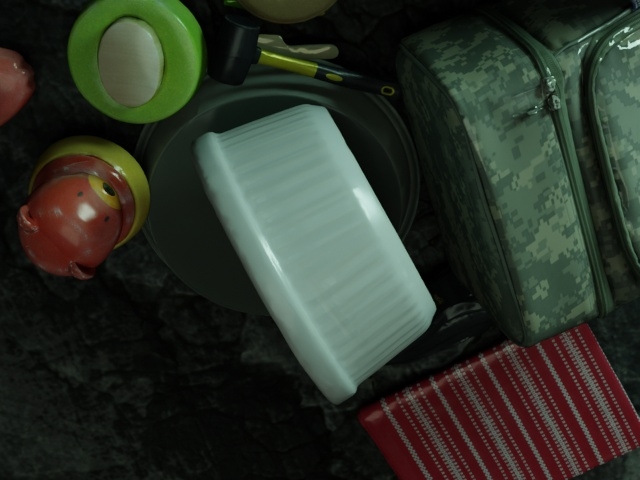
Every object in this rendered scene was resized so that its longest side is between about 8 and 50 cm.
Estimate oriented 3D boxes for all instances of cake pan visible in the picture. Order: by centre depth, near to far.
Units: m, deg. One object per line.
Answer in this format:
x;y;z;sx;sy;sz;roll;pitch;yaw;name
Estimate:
-0.045;-0.043;1.615;0.293;0.054;0.293;-1;121;-1;cake pan

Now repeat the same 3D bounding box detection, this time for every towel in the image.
0.199;0.203;1.778;0.274;0.031;0.199;-26;115;12;towel

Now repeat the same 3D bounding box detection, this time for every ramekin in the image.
0.000;0.000;1.467;0.127;0.273;0.273;-30;117;2;ramekin

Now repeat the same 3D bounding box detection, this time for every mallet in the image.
-0.016;-0.153;1.518;0.189;0.039;0.062;19;110;-22;mallet

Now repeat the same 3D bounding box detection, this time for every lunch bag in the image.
0.236;-0.090;1.508;0.256;0.212;0.305;-23;115;-8;lunch bag

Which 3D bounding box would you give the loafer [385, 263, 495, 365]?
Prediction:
0.148;0.063;1.678;0.223;0.076;0.078;-28;156;4;loafer

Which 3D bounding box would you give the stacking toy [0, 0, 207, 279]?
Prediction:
-0.269;-0.130;1.483;0.309;0.130;0.279;34;116;-7;stacking toy

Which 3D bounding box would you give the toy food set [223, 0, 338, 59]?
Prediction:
-0.035;-0.263;1.501;0.132;0.038;0.192;1;115;-10;toy food set
